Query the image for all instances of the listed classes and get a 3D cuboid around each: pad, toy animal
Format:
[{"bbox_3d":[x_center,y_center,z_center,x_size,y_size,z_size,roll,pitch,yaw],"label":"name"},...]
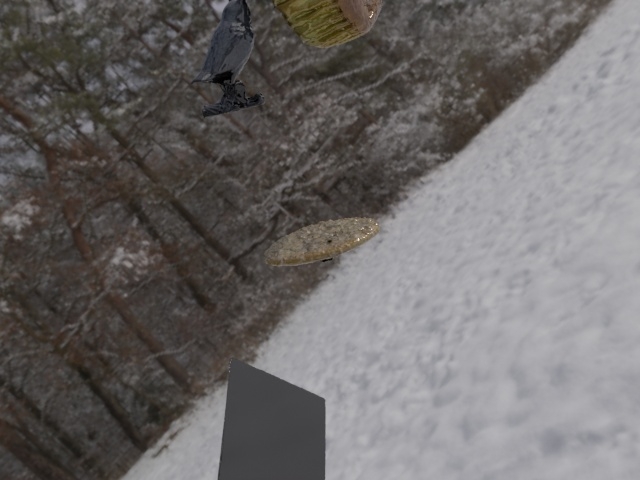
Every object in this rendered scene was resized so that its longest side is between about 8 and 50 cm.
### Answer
[{"bbox_3d":[-0.065,0.331,0.954,0.005,0.202,0.299,-34,40,34],"label":"pad"},{"bbox_3d":[-0.175,-0.323,1.155,0.117,0.209,0.121,-5,5,-29],"label":"toy animal"}]

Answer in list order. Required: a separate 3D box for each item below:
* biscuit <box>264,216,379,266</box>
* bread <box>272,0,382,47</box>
[{"bbox_3d":[0.000,0.001,1.203,0.220,0.033,0.220,-15,14,4],"label":"biscuit"},{"bbox_3d":[0.006,-0.464,1.184,0.143,0.227,0.253,-19,21,22],"label":"bread"}]
